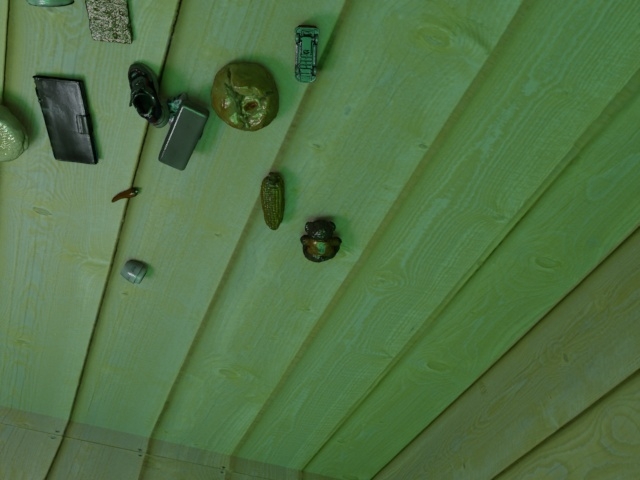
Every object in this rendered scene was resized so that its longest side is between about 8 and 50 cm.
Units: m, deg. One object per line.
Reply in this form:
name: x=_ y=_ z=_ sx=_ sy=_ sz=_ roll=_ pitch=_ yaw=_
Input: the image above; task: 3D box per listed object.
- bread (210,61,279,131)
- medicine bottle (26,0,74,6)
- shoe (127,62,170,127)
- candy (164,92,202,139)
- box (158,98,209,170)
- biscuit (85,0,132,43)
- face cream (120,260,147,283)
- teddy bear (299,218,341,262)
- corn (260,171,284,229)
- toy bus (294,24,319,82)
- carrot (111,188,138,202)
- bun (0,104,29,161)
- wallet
bread: x=-0.258 y=-0.478 z=1.647 sx=0.244 sy=0.134 sz=0.244 roll=-2 pitch=127 yaw=-3
medicine bottle: x=-0.803 y=-0.779 z=1.408 sx=0.135 sy=0.135 sz=0.168 roll=2 pitch=126 yaw=-3
shoe: x=-0.593 y=-0.481 z=1.604 sx=0.099 sy=0.125 sz=0.228 roll=-26 pitch=91 yaw=19
candy: x=-0.490 y=-0.428 z=1.717 sx=0.092 sy=0.073 sz=0.160 roll=-13 pitch=127 yaw=12
box: x=-0.477 y=-0.363 z=1.688 sx=0.103 sy=0.055 sz=0.244 roll=23 pitch=123 yaw=-21
biscuit: x=-0.662 y=-0.738 z=1.507 sx=0.131 sy=0.026 sz=0.237 roll=3 pitch=127 yaw=-5
face cream: x=-0.822 y=0.139 z=2.136 sx=0.095 sy=0.091 sz=0.091 roll=29 pitch=122 yaw=-13
teddy bear: x=0.000 y=0.000 z=2.023 sx=0.177 sy=0.140 sz=0.190 roll=-1 pitch=119 yaw=4
corn: x=-0.186 y=-0.155 z=1.920 sx=0.097 sy=0.097 sz=0.262 roll=0 pitch=130 yaw=-1
toy bus: x=-0.046 y=-0.610 z=1.582 sx=0.079 sy=0.077 sz=0.174 roll=2 pitch=128 yaw=-2
carrot: x=-0.779 y=-0.179 z=1.931 sx=0.142 sy=0.035 sz=0.035 roll=-14 pitch=127 yaw=19
bun: x=-1.132 y=-0.387 z=1.700 sx=0.220 sy=0.134 sz=0.220 roll=-2 pitch=132 yaw=-2
wallet: x=-0.901 y=-0.423 z=1.733 sx=0.169 sy=0.044 sz=0.317 roll=5 pitch=126 yaw=0
